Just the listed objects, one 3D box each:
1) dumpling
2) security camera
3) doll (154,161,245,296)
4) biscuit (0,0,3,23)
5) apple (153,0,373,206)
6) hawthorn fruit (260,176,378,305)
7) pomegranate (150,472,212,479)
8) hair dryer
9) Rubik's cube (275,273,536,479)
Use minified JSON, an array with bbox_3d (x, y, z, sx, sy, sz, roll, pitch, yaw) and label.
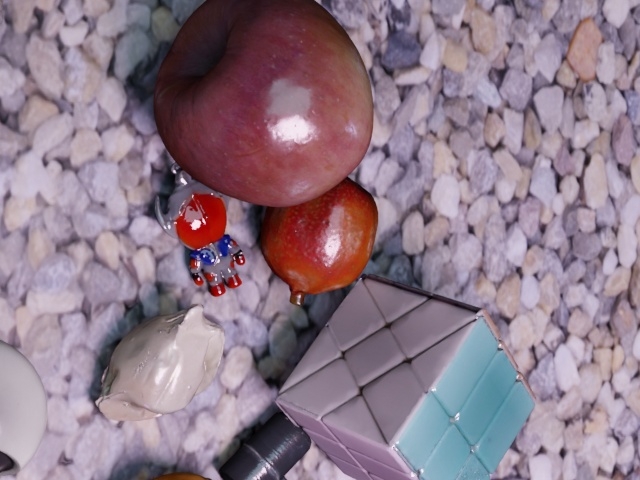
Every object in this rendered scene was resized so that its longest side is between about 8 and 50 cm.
[{"bbox_3d":[-0.203,0.170,1.600,0.136,0.118,0.199,36,102,-33],"label":"dumpling"},{"bbox_3d":[-0.423,0.195,1.430,0.194,0.236,0.194,2,86,-26],"label":"security camera"},{"bbox_3d":[-0.162,-0.018,1.650,0.104,0.062,0.195,-23,106,-5],"label":"doll"},{"bbox_3d":[-0.476,-0.218,1.524,0.141,0.038,0.290,6,86,-23],"label":"biscuit"},{"bbox_3d":[-0.069,-0.185,1.565,0.235,0.306,0.306,34,75,-36],"label":"apple"},{"bbox_3d":[0.000,0.000,1.668,0.169,0.169,0.188,11,83,-23],"label":"hawthorn fruit"},{"bbox_3d":[-0.180,0.396,1.567,0.191,0.191,0.191,1,88,-24],"label":"pomegranate"},{"bbox_3d":[-0.036,0.357,1.695,0.124,0.071,0.219,-41,111,-20],"label":"hair dryer"},{"bbox_3d":[0.121,0.214,1.632,0.231,0.221,0.224,-53,134,-21],"label":"Rubik's cube"}]
